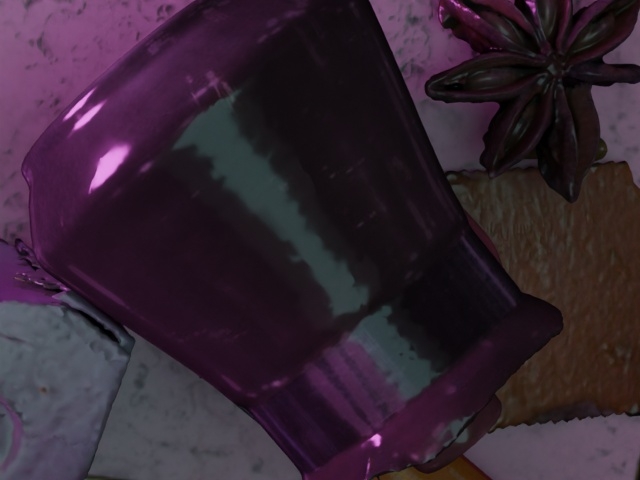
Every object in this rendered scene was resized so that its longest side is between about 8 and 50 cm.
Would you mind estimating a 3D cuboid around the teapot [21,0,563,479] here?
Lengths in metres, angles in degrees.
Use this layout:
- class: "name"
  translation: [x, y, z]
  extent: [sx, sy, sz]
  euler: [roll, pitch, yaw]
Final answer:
- class: "teapot"
  translation: [0.000, 0.000, 1.302]
  extent: [0.305, 0.376, 0.362]
  euler: [-38, 91, 28]

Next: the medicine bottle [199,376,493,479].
- class: "medicine bottle"
  translation: [0.085, 0.210, 1.484]
  extent: [0.426, 0.108, 0.108]
  euler: [41, 86, -17]

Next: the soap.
- class: "soap"
  translation: [-0.352, 0.188, 1.333]
  extent: [0.261, 0.156, 0.446]
  euler: [41, 85, -17]

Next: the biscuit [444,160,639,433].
- class: "biscuit"
  translation: [0.203, 0.050, 1.542]
  extent: [0.232, 0.013, 0.237]
  euler: [-4, 100, -15]

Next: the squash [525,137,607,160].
- class: "squash"
  translation: [0.210, -0.082, 1.517]
  extent: [0.083, 0.027, 0.027]
  euler: [1, 98, -17]

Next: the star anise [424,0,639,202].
- class: "star anise"
  translation: [0.174, -0.151, 1.463]
  extent: [0.197, 0.073, 0.212]
  euler: [35, 78, -9]
